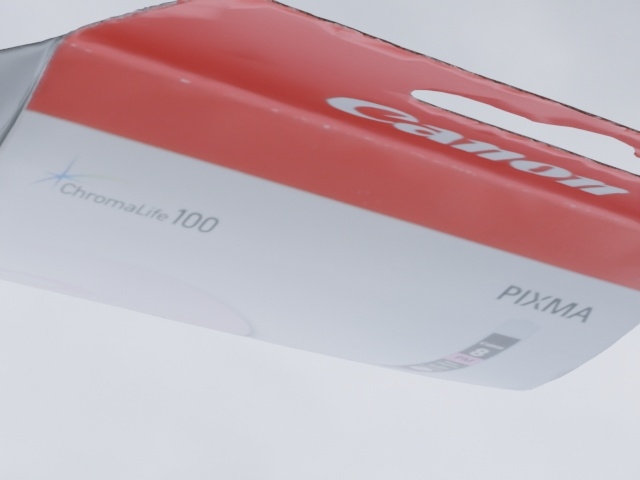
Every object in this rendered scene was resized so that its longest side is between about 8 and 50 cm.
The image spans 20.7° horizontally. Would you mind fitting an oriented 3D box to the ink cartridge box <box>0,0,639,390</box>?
[{"bbox_3d":[0.000,0.000,0.435,0.189,0.066,0.232,16,178,-28],"label":"ink cartridge box"}]
